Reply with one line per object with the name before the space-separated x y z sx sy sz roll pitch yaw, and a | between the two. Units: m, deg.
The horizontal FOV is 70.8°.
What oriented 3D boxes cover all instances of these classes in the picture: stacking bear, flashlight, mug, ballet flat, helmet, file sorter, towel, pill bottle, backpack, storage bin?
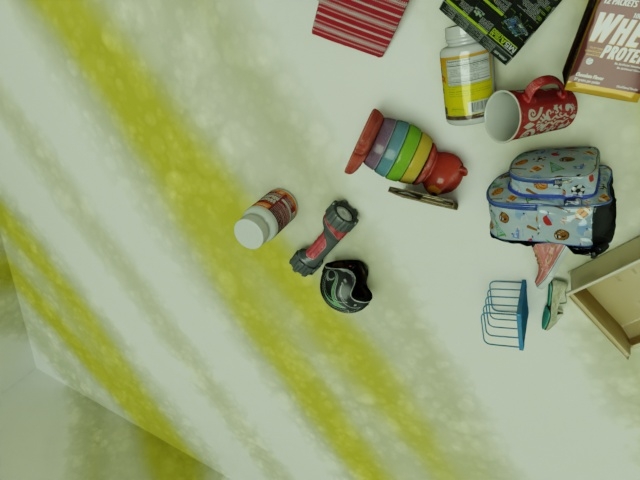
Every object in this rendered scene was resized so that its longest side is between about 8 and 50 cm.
stacking bear | 0.235 -0.211 1.174 0.288 0.164 0.175 24 159 -2
flashlight | 0.000 0.000 1.448 0.304 0.103 0.103 -47 65 38
mug | 0.474 -0.283 0.980 0.150 0.169 0.113 176 83 -72
ballet flat | 0.657 0.186 1.256 0.052 0.057 0.168 2 119 14
helmet | 0.082 0.153 1.455 0.169 0.169 0.162 1 102 26
file sorter | 0.519 0.203 1.262 0.104 0.170 0.118 -2 117 30
towel | 0.105 -0.568 1.029 0.198 0.031 0.275 16 145 -8
pill bottle | 0.340 -0.385 1.042 0.117 0.117 0.215 0 117 26
backpack | 0.523 -0.095 1.042 0.263 0.276 0.213 -6 110 36
pill bottle | -0.169 -0.069 1.412 0.121 0.221 0.121 12 122 20
storage bin | 0.807 0.134 1.107 0.260 0.123 0.262 46 127 -4

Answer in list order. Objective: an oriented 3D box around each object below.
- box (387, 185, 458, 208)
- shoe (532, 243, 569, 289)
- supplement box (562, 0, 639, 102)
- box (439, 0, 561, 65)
box | 0.276 -0.110 1.188 0.164 0.201 0.021 16 98 19
shoe | 0.596 0.042 1.200 0.081 0.063 0.178 24 120 14
supplement box | 0.573 -0.393 0.872 0.129 0.194 0.191 18 124 17
box | 0.380 -0.500 0.940 0.190 0.045 0.184 40 92 0
